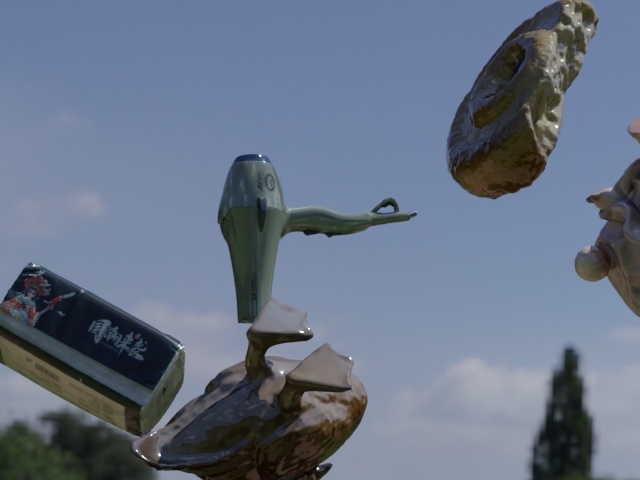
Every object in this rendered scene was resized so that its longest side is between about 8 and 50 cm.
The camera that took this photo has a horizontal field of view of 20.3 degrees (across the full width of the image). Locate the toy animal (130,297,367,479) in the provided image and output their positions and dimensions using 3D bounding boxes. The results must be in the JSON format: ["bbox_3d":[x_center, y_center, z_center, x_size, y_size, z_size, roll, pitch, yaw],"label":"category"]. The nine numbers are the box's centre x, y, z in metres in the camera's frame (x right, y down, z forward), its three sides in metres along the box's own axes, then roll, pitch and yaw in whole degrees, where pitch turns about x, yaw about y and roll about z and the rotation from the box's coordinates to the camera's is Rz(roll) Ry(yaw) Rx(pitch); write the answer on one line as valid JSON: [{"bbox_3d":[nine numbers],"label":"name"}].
[{"bbox_3d":[-0.049,0.134,1.169,0.188,0.089,0.179,-17,-40,-32],"label":"toy animal"}]

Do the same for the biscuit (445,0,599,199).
[{"bbox_3d":[0.225,-0.159,2.096,0.091,0.274,0.213,33,-44,-15],"label":"biscuit"}]

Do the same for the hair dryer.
[{"bbox_3d":[-0.011,0.016,1.752,0.199,0.167,0.067,18,-17,-15],"label":"hair dryer"}]

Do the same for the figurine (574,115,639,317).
[{"bbox_3d":[0.359,-0.014,1.852,0.200,0.133,0.276,-34,-35,-11],"label":"figurine"}]

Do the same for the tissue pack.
[{"bbox_3d":[-0.215,0.104,1.659,0.170,0.090,0.103,30,-25,10],"label":"tissue pack"}]
